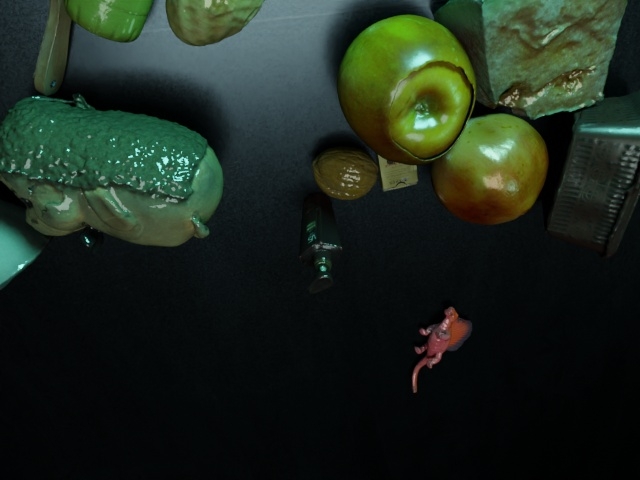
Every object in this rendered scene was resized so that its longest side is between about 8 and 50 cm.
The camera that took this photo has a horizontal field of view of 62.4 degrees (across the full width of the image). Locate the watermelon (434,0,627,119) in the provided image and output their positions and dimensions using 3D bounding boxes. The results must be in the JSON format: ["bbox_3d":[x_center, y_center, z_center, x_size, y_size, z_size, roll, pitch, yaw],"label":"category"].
[{"bbox_3d":[0.335,-0.342,0.852,0.264,0.151,0.302,-18,143,2],"label":"watermelon"}]

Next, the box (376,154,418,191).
[{"bbox_3d":[0.144,-0.166,1.013,0.073,0.020,0.149,-13,126,1],"label":"box"}]

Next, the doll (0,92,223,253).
[{"bbox_3d":[-0.340,-0.099,0.862,0.350,0.247,0.247,19,121,-14],"label":"doll"}]

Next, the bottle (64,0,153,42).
[{"bbox_3d":[-0.263,-0.414,0.725,0.112,0.112,0.260,22,118,-21],"label":"bottle"}]

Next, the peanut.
[{"bbox_3d":[-0.118,-0.403,0.744,0.130,0.130,0.290,24,120,-23],"label":"peanut"}]

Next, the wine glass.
[{"bbox_3d":[-0.651,-0.107,0.820,0.267,0.267,0.406,-22,120,8],"label":"wine glass"}]

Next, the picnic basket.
[{"bbox_3d":[0.508,-0.133,0.992,0.129,0.222,0.296,10,127,13],"label":"picnic basket"}]

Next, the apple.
[{"bbox_3d":[0.136,-0.234,0.843,0.237,0.207,0.237,-2,122,-3],"label":"apple"}]

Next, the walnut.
[{"bbox_3d":[0.045,-0.128,0.983,0.124,0.105,0.105,17,122,-5],"label":"walnut"}]

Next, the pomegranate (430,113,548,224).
[{"bbox_3d":[0.302,-0.128,0.947,0.209,0.209,0.209,-4,126,-5],"label":"pomegranate"}]

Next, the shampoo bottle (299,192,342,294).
[{"bbox_3d":[-0.002,0.000,0.981,0.067,0.236,0.068,22,122,-19],"label":"shampoo bottle"}]

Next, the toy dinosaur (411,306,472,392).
[{"bbox_3d":[0.313,0.269,1.339,0.139,0.070,0.286,-14,131,-25],"label":"toy dinosaur"}]

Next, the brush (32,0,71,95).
[{"bbox_3d":[-0.392,-0.370,0.775,0.065,0.070,0.327,27,121,-3],"label":"brush"}]
